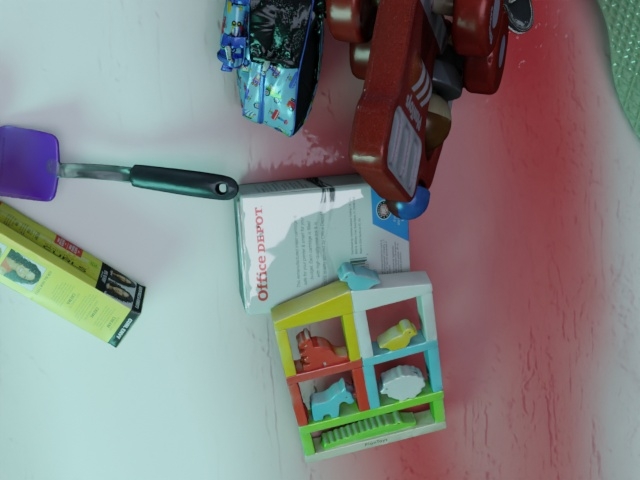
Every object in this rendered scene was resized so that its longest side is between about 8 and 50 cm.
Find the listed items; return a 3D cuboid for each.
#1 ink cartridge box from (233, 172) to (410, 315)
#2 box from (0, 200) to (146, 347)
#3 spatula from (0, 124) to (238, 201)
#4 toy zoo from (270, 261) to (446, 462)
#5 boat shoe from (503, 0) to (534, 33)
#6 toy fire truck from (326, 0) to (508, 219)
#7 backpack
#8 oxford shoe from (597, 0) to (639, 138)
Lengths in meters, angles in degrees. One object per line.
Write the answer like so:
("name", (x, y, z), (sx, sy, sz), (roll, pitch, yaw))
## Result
("ink cartridge box", (0.000, 0.000, 1.261), (0.203, 0.086, 0.148), (-5, 105, -10))
("box", (-0.317, 0.031, 1.208), (0.232, 0.087, 0.058), (32, 105, -15))
("spatula", (-0.241, -0.077, 1.200), (0.297, 0.030, 0.084), (6, 102, -2))
("toy zoo", (0.049, 0.144, 1.278), (0.192, 0.030, 0.293), (-14, 127, -4))
("boat shoe", (0.230, -0.308, 1.254), (0.046, 0.038, 0.125), (-20, 106, -5))
("toy fire truck", (0.096, -0.159, 1.125), (0.169, 0.302, 0.253), (10, 82, 15))
("backpack", (-0.055, -0.209, 1.171), (0.117, 0.158, 0.173), (7, 114, -4))
("oxford shoe", (0.418, -0.270, 1.245), (0.130, 0.169, 0.449), (-31, 107, -23))
